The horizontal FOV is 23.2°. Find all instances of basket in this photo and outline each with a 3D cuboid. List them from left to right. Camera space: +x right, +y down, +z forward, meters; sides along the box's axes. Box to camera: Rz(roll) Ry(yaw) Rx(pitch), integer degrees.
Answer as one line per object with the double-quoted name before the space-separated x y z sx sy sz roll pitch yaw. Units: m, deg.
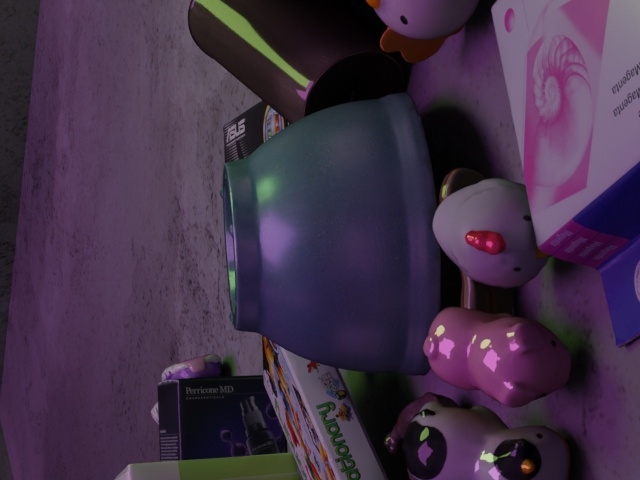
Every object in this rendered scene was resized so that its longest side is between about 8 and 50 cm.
"basket" -0.013 -0.211 1.769 0.227 0.204 0.154 50 130 44

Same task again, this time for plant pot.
"plant pot" 0.000 0.000 1.601 0.293 0.196 0.293 176 90 -83

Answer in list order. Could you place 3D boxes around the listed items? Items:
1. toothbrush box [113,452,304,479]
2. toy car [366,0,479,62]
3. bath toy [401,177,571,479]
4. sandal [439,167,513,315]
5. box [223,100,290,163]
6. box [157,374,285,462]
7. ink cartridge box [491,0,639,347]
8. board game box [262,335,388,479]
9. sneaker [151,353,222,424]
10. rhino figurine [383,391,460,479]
"toothbrush box" -0.091 0.363 1.827 0.122 0.283 0.206 136 129 -62
"toy car" 0.081 -0.272 1.501 0.219 0.210 0.238 39 140 50
"bath toy" 0.152 0.121 1.377 0.129 0.151 0.348 -45 -41 -81
"sandal" 0.159 0.016 1.465 0.049 0.072 0.180 -25 68 50
"box" -0.057 -0.070 2.033 0.270 0.060 0.216 162 105 -68
"box" -0.134 0.288 2.117 0.108 0.153 0.207 161 106 -68
"ink cartridge box" 0.251 -0.122 1.215 0.324 0.071 0.330 130 137 -59
"board game box" 0.008 0.223 1.725 0.193 0.053 0.305 90 160 -53
"sneaker" -0.192 0.256 2.371 0.236 0.095 0.105 113 143 -56
"rhino figurine" 0.131 0.256 1.535 0.106 0.073 0.243 107 152 -45
